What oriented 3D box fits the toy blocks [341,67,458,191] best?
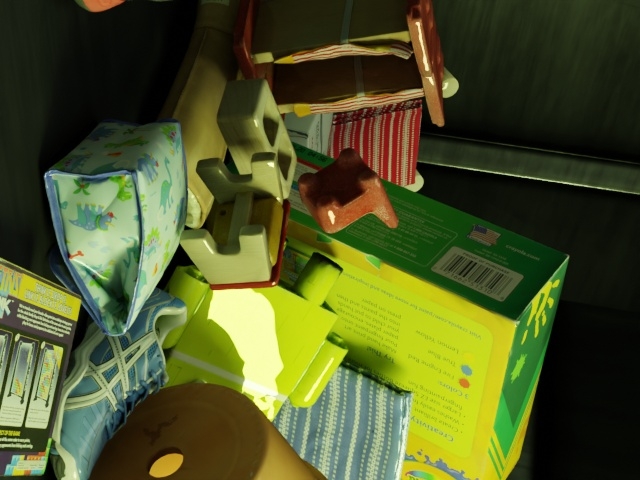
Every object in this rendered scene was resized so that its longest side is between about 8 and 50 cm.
[{"bbox_3d":[0.059,-0.276,1.941,0.260,0.308,0.289,-120,-142,-45],"label":"toy blocks"}]

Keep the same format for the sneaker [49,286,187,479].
[{"bbox_3d":[-0.186,0.125,0.907,0.080,0.081,0.211,90,13,-57],"label":"sneaker"}]

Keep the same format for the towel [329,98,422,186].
[{"bbox_3d":[0.060,-0.153,1.840,0.031,0.274,0.199,-121,-155,-44],"label":"towel"}]

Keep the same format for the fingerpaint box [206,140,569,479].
[{"bbox_3d":[0.068,0.114,1.323,0.163,0.444,0.371,-40,144,-42],"label":"fingerpaint box"}]

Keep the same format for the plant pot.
[{"bbox_3d":[-0.120,0.279,0.959,0.291,0.290,0.204,-72,152,-49],"label":"plant pot"}]

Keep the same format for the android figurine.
[{"bbox_3d":[-0.090,0.121,1.154,0.273,0.248,0.056,-57,-149,5],"label":"android figurine"}]

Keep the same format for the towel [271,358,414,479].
[{"bbox_3d":[-0.041,0.244,1.293,0.040,0.336,0.243,-15,118,-51],"label":"towel"}]

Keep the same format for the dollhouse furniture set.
[{"bbox_3d":[0.011,-0.103,0.988,0.152,0.201,0.374,68,23,-48],"label":"dollhouse furniture set"}]

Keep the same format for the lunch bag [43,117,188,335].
[{"bbox_3d":[-0.166,-0.014,0.843,0.129,0.096,0.151,-68,155,-61],"label":"lunch bag"}]

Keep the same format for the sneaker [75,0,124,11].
[{"bbox_3d":[-0.109,-0.295,0.792,0.098,0.135,0.276,81,18,-61],"label":"sneaker"}]

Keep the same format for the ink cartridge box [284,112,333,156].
[{"bbox_3d":[-0.041,-0.163,1.605,0.218,0.092,0.159,-68,165,-52],"label":"ink cartridge box"}]

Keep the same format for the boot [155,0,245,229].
[{"bbox_3d":[-0.118,-0.134,1.115,0.236,0.089,0.270,61,36,-57],"label":"boot"}]

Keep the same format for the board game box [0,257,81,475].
[{"bbox_3d":[-0.228,0.089,0.684,0.170,0.048,0.141,66,32,-76],"label":"board game box"}]
